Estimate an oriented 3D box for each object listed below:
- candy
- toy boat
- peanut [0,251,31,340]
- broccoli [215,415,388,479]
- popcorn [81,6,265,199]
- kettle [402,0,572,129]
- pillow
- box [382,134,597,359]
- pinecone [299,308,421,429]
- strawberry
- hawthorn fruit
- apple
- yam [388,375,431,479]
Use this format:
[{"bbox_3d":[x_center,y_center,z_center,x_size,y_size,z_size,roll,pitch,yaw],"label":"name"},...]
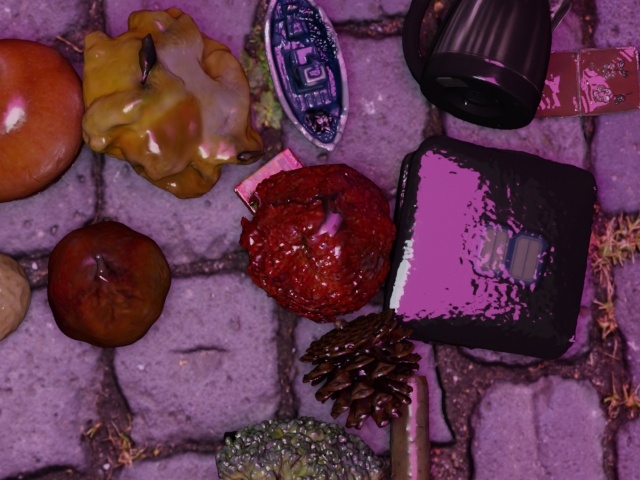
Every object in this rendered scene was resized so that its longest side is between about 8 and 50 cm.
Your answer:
[{"bbox_3d":[-0.085,-0.100,1.801,0.122,0.038,0.062,-38,92,-9],"label":"candy"},{"bbox_3d":[-0.022,-0.298,1.770,0.129,0.142,0.309,-15,90,-7],"label":"toy boat"},{"bbox_3d":[-0.546,0.083,1.686,0.159,0.109,0.140,38,54,-15],"label":"peanut"},{"bbox_3d":[-0.032,0.410,1.681,0.288,0.248,0.245,10,90,-2],"label":"broccoli"},{"bbox_3d":[-0.257,-0.213,1.683,0.297,0.281,0.315,-33,108,-39],"label":"popcorn"},{"bbox_3d":[0.296,-0.356,1.814,0.207,0.251,0.271,29,77,-34],"label":"kettle"},{"bbox_3d":[0.466,-0.284,1.888,0.233,0.043,0.126,-4,84,-6],"label":"pillow"},{"bbox_3d":[0.294,0.016,1.825,0.351,0.091,0.359,10,86,-7],"label":"box"},{"bbox_3d":[0.073,0.215,1.715,0.208,0.208,0.207,0,87,-8],"label":"pinecone"},{"bbox_3d":[0.000,0.000,1.705,0.274,0.220,0.274,-1,97,-5],"label":"strawberry"},{"bbox_3d":[-0.341,0.063,1.650,0.208,0.248,0.208,1,81,-5],"label":"hawthorn fruit"},{"bbox_3d":[-0.506,-0.195,1.656,0.272,0.206,0.251,-27,79,2],"label":"apple"},{"bbox_3d":[0.151,0.415,1.785,0.083,0.083,0.371,4,87,-8],"label":"yam"}]
